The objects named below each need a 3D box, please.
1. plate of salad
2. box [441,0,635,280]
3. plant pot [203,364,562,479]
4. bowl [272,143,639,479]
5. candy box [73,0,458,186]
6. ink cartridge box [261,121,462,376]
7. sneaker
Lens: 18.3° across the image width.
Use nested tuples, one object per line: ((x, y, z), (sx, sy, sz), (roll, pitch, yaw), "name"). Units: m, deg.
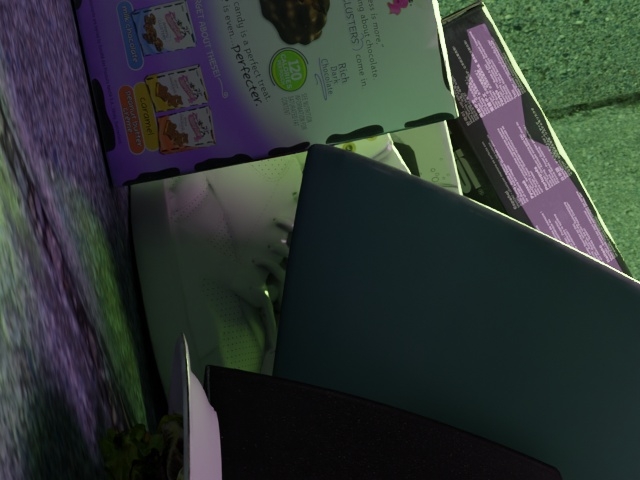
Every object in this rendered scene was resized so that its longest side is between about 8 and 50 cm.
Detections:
((-0.067, 0.136, 0.777), (0.200, 0.048, 0.200), (-177, -90, -83), "plate of salad")
((0.105, 0.047, 1.579), (0.318, 0.097, 0.395), (-26, -86, 52), "box")
((0.027, 0.183, 0.876), (0.188, 0.167, 0.187), (-97, -169, -58), "plant pot")
((0.098, 0.091, 1.051), (0.163, 0.311, 0.311), (-63, 175, -3), "bowl")
((-0.034, -0.128, 1.108), (0.070, 0.196, 0.165), (-61, 140, -87), "candy box")
((0.000, 0.000, 1.317), (0.114, 0.197, 0.273), (74, 4, -58), "ink cartridge box")
((-0.022, -0.004, 1.176), (0.108, 0.169, 0.292), (79, 2, -50), "sneaker")
